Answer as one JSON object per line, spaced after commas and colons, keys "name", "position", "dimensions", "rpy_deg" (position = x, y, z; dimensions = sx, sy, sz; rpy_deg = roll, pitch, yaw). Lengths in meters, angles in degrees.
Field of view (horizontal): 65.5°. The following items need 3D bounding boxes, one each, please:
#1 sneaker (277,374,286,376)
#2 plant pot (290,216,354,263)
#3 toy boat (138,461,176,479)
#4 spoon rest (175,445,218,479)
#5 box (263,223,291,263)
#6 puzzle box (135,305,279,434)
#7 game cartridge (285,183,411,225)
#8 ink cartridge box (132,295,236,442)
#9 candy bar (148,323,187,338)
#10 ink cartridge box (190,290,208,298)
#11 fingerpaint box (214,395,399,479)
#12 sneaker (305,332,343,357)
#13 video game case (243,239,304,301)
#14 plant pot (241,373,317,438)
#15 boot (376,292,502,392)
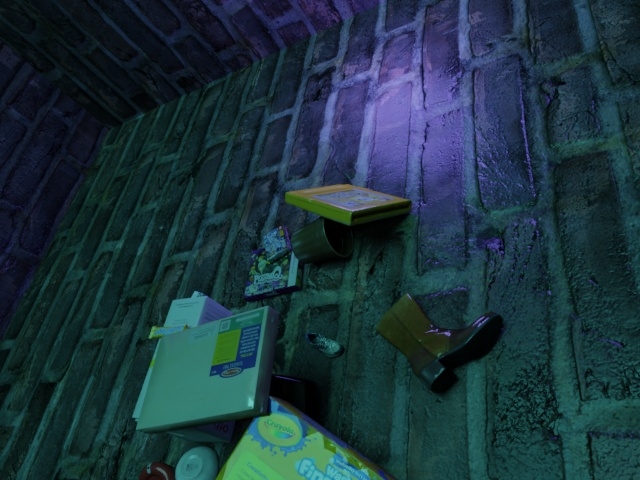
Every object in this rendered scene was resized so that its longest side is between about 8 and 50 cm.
{"name": "sneaker", "position": [-0.169, 0.473, 1.523], "dimensions": [0.170, 0.051, 0.089], "rpy_deg": [-50, 40, -9]}
{"name": "plant pot", "position": [0.000, 0.000, 1.689], "dimensions": [0.165, 0.167, 0.166], "rpy_deg": [-22, 47, 35]}
{"name": "toy boat", "position": [-0.513, 0.779, 1.478], "dimensions": [0.151, 0.151, 0.231], "rpy_deg": [-25, 47, 20]}
{"name": "spoon rest", "position": [-0.380, 0.744, 1.460], "dimensions": [0.138, 0.084, 0.276], "rpy_deg": [-5, 43, 11]}
{"name": "box", "position": [-0.160, 0.011, 1.829], "dimensions": [0.094, 0.027, 0.137], "rpy_deg": [-32, 40, 13]}
{"name": "puzzle box", "position": [-0.294, 0.342, 1.294], "dimensions": [0.409, 0.052, 0.271], "rpy_deg": [-19, 46, 29]}
{"name": "game cartridge", "position": [0.089, -0.130, 1.653], "dimensions": [0.324, 0.286, 0.052], "rpy_deg": [24, 118, 44]}
{"name": "ink cartridge box", "position": [-0.377, 0.410, 1.566], "dimensions": [0.161, 0.279, 0.384], "rpy_deg": [-10, 54, 30]}
{"name": "candy bar", "position": [-0.462, 0.277, 1.512], "dimensions": [0.162, 0.018, 0.040], "rpy_deg": [-10, 53, 32]}
{"name": "ink cartridge box", "position": [-0.495, 0.259, 1.952], "dimensions": [0.063, 0.029, 0.115], "rpy_deg": [8, 63, 40]}
{"name": "fingerpaint box", "position": [-0.023, 0.634, 1.110], "dimensions": [0.445, 0.163, 0.371], "rpy_deg": [27, 76, 24]}
{"name": "sneaker", "position": [0.006, 0.313, 1.507], "dimensions": [0.135, 0.058, 0.052], "rpy_deg": [10, 65, 41]}
{"name": "video game case", "position": [-0.164, 0.105, 1.808], "dimensions": [0.232, 0.042, 0.210], "rpy_deg": [-16, 48, 28]}
{"name": "plant pot", "position": [-0.104, 0.460, 1.375], "dimensions": [0.167, 0.187, 0.187], "rpy_deg": [-5, 72, 14]}
{"name": "boot", "position": [0.313, 0.231, 1.340], "dimensions": [0.264, 0.096, 0.280], "rpy_deg": [-50, 35, 6]}
